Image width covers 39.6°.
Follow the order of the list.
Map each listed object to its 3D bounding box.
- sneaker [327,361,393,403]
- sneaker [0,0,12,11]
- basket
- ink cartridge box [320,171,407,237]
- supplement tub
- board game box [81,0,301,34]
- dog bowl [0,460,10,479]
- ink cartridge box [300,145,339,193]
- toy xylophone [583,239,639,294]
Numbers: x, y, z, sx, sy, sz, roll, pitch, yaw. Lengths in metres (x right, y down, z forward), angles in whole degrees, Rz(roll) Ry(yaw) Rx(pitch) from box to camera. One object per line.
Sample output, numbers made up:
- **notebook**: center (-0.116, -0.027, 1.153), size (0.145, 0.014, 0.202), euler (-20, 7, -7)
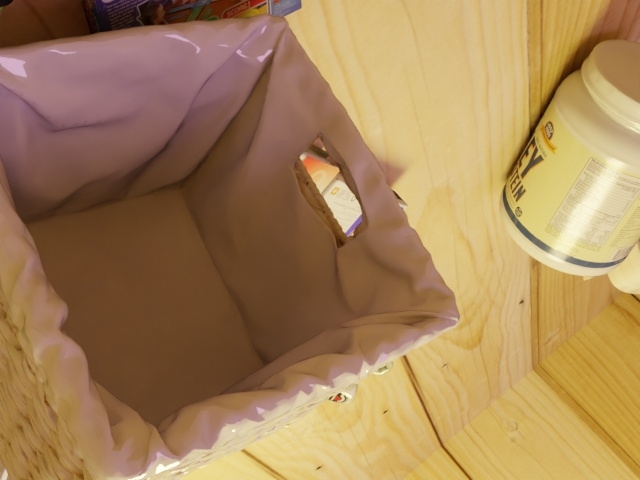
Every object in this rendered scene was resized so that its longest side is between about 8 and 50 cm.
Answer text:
- **sneaker**: center (-0.016, 0.200, 1.395), size (0.331, 0.146, 0.122), euler (-16, 145, -37)
- **sneaker**: center (-0.186, -0.214, 0.611), size (0.234, 0.084, 0.097), euler (-50, 152, 3)
- **basket**: center (-0.134, 0.028, 0.743), size (0.331, 0.328, 0.266), euler (-18, 162, -39)
- **ink cartridge box**: center (0.000, 0.000, 1.226), size (0.208, 0.045, 0.206), euler (-51, 152, 15)
- **supplement tub**: center (0.449, -0.128, 1.414), size (0.236, 0.235, 0.324), euler (-20, 145, -36)
- **board game box**: center (-0.107, -0.223, 0.774), size (0.201, 0.035, 0.136), euler (-31, 151, -20)
- **dog bowl**: center (-0.296, 0.222, 1.017), size (0.265, 0.104, 0.264), euler (-43, 147, -37)
- **ink cartridge box**: center (-0.076, -0.045, 1.066), size (0.179, 0.045, 0.145), euler (-52, 150, 15)
- **toy xylophone**: center (0.546, -0.045, 1.631), size (0.081, 0.322, 0.236), euler (-9, 174, -15)
